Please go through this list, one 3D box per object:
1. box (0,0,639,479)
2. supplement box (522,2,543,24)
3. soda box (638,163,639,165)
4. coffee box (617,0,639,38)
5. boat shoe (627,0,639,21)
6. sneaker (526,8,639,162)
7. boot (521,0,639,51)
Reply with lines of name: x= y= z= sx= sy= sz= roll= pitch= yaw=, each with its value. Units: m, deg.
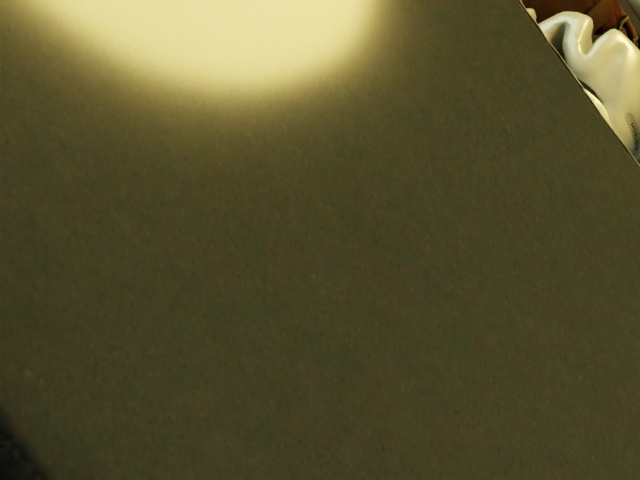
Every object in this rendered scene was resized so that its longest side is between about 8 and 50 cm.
box: x=-0.105 y=0.077 z=0.529 sx=0.395 sy=0.293 sz=0.212 roll=-33 pitch=5 yaw=44
supplement box: x=0.014 y=-0.067 z=1.087 sx=0.239 sy=0.130 sz=0.073 roll=-50 pitch=-3 yaw=37
soda box: x=0.169 y=0.036 z=0.865 sx=0.098 sy=0.091 sz=0.286 roll=-15 pitch=19 yaw=11
coffee box: x=0.304 y=-0.353 z=1.332 sx=0.338 sy=0.337 sz=0.334 roll=-23 pitch=2 yaw=-7
boat shoe: x=0.247 y=-0.083 z=0.938 sx=0.127 sy=0.158 sz=0.340 roll=-32 pitch=30 yaw=15
sneaker: x=0.019 y=-0.056 z=0.953 sx=0.292 sy=0.110 sz=0.118 roll=5 pitch=45 yaw=35
boot: x=0.184 y=-0.121 z=1.198 sx=0.073 sy=0.152 sz=0.197 roll=-10 pitch=21 yaw=29
